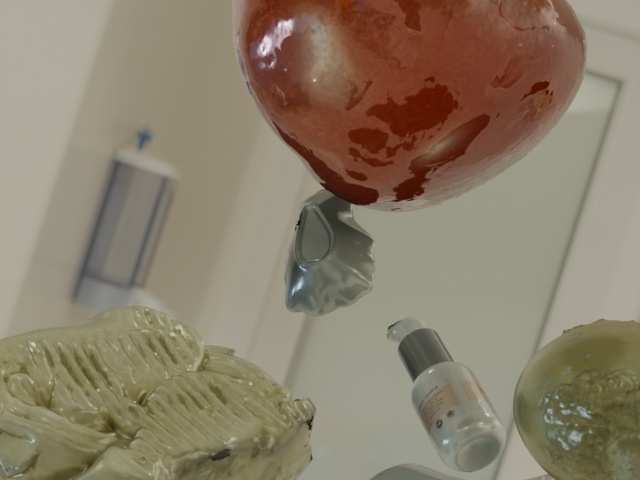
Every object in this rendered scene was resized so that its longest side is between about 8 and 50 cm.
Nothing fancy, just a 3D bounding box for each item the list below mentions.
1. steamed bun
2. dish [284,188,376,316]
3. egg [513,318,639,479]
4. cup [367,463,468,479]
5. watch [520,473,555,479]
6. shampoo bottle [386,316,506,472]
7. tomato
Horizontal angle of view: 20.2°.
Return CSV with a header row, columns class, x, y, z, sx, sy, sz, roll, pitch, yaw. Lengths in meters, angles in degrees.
class,x,y,z,sx,sy,sz,roll,pitch,yaw
steamed bun,-0.210,0.253,2.018,0.394,0.237,0.346,12,32,-2
dish,0.000,0.000,1.632,0.091,0.137,0.039,-17,-37,18
egg,0.255,0.146,1.533,0.164,0.164,0.201,18,-10,-43
cup,0.168,0.303,1.139,0.372,0.253,0.253,23,2,29
watch,0.288,0.327,1.678,0.231,0.196,0.244,-7,32,23
shampoo bottle,0.127,0.153,1.862,0.074,0.074,0.192,18,29,-34
tomato,0.057,-0.185,1.572,0.341,0.273,0.341,41,12,-10
